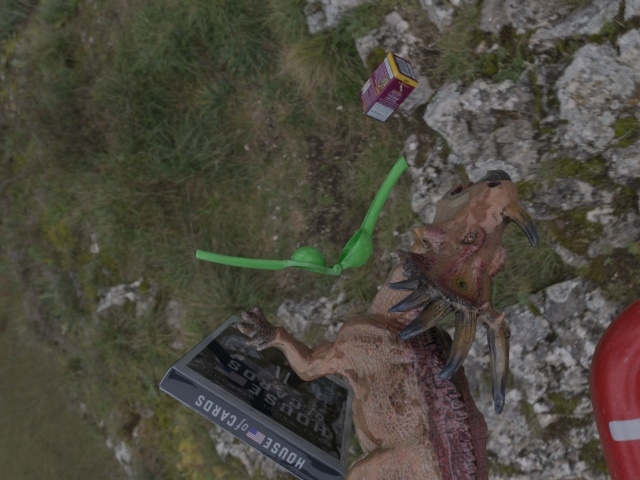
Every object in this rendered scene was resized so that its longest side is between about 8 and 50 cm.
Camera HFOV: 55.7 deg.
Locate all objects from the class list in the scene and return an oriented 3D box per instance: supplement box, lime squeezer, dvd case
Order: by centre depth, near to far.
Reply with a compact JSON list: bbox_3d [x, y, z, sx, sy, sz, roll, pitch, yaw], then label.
[{"bbox_3d":[-0.049,0.155,0.634,0.179,0.239,0.029,31,95,2],"label":"dvd case"},{"bbox_3d":[0.000,0.000,0.800,0.109,0.311,0.059,69,169,-17],"label":"lime squeezer"},{"bbox_3d":[0.100,-0.227,0.903,0.083,0.043,0.054,-46,40,37],"label":"supplement box"}]

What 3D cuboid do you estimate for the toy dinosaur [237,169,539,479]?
[{"bbox_3d":[0.070,0.116,0.416,0.200,0.127,0.295,-12,93,48],"label":"toy dinosaur"}]

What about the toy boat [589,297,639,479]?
[{"bbox_3d":[0.253,0.129,0.348,0.151,0.151,0.230,-13,69,12],"label":"toy boat"}]
